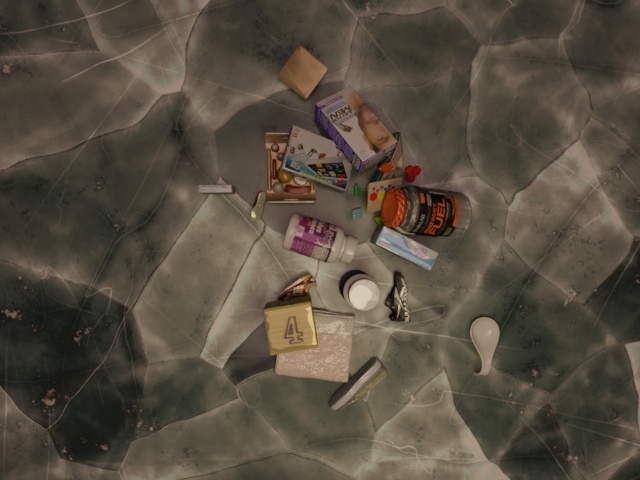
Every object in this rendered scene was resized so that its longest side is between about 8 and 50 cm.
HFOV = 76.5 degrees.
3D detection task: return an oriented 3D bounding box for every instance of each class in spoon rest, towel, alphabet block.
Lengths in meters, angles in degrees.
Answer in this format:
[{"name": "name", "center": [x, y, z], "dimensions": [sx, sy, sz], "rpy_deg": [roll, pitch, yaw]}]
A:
[{"name": "spoon rest", "center": [0.745, 0.487, 1.849], "dimensions": [0.137, 0.084, 0.276], "rpy_deg": [2, 92, -4]}, {"name": "towel", "center": [-0.020, 0.465, 1.818], "dimensions": [0.332, 0.053, 0.316], "rpy_deg": [8, 91, -3]}, {"name": "alphabet block", "center": [-0.122, 0.349, 1.694], "dimensions": [0.197, 0.192, 0.193], "rpy_deg": [-9, 92, -3]}]

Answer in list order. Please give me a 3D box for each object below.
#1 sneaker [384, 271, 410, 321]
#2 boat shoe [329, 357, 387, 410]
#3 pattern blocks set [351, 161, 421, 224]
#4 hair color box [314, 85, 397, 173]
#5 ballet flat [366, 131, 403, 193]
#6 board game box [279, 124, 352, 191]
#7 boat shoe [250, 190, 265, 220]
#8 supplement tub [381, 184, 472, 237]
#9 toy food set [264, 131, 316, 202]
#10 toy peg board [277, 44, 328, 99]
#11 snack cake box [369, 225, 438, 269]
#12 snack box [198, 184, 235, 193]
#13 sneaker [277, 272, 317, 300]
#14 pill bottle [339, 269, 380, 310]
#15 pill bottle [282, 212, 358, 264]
[{"name": "sneaker", "center": [0.337, 0.259, 1.821], "dimensions": [0.106, 0.078, 0.234], "rpy_deg": [-8, 94, -6]}, {"name": "boat shoe", "center": [0.173, 0.658, 1.808], "dimensions": [0.302, 0.109, 0.094], "rpy_deg": [-42, 95, -4]}, {"name": "pattern blocks set", "center": [0.278, -0.201, 1.758], "dimensions": [0.325, 0.026, 0.285], "rpy_deg": [-5, 119, -26]}, {"name": "hair color box", "center": [0.144, -0.470, 1.713], "dimensions": [0.185, 0.110, 0.338], "rpy_deg": [-32, 76, -15]}, {"name": "ballet flat", "center": [0.305, -0.321, 1.806], "dimensions": [0.106, 0.107, 0.315], "rpy_deg": [22, 95, -24]}, {"name": "board game box", "center": [-0.007, -0.346, 1.743], "dimensions": [0.306, 0.053, 0.192], "rpy_deg": [17, 83, -22]}, {"name": "boat shoe", "center": [-0.278, -0.152, 1.792], "dimensions": [0.049, 0.043, 0.136], "rpy_deg": [17, 92, -29]}, {"name": "supplement tub", "center": [0.445, -0.121, 1.724], "dimensions": [0.338, 0.207, 0.207], "rpy_deg": [5, 91, -17]}, {"name": "toy food set", "center": [-0.131, -0.316, 1.771], "dimensions": [0.220, 0.092, 0.305], "rpy_deg": [-1, 92, -3]}, {"name": "toy peg board", "center": [-0.073, -0.731, 1.783], "dimensions": [0.161, 0.079, 0.160], "rpy_deg": [39, 105, -3]}, {"name": "snack cake box", "center": [0.361, 0.029, 1.779], "dimensions": [0.265, 0.152, 0.089], "rpy_deg": [26, 90, -4]}, {"name": "snack box", "center": [-0.445, -0.220, 1.750], "dimensions": [0.141, 0.100, 0.037], "rpy_deg": [-1, 92, -3]}, {"name": "sneaker", "center": [-0.102, 0.224, 1.798], "dimensions": [0.186, 0.069, 0.083], "rpy_deg": [-36, 88, -1]}, {"name": "pill bottle", "center": [0.165, 0.209, 1.715], "dimensions": [0.153, 0.265, 0.153], "rpy_deg": [0, 91, -3]}, {"name": "pill bottle", "center": [0.000, 0.000, 1.748], "dimensions": [0.302, 0.169, 0.169], "rpy_deg": [17, 90, -4]}]
